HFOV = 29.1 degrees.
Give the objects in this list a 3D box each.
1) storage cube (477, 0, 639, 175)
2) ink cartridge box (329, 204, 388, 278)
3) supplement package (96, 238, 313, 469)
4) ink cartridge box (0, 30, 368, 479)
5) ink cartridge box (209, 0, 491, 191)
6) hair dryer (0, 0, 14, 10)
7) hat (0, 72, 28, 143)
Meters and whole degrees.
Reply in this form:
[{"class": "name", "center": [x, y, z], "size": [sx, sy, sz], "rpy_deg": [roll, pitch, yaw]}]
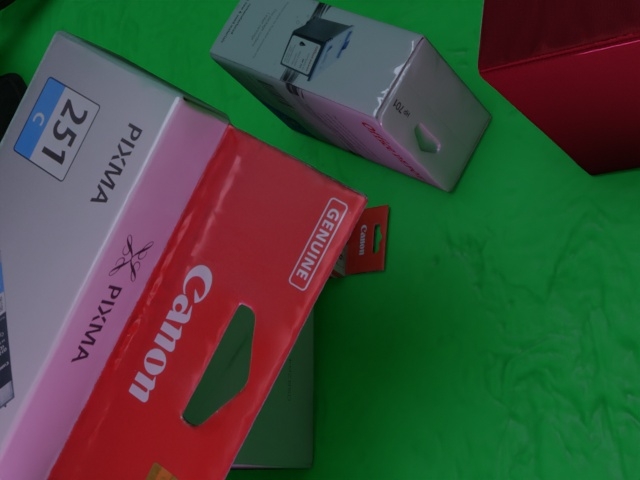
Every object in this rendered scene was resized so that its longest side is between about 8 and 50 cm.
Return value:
[{"class": "storage cube", "center": [0.239, -0.176, 0.860], "size": [0.193, 0.215, 0.184], "rpy_deg": [-9, 65, 36]}, {"class": "ink cartridge box", "center": [0.000, 0.000, 1.045], "size": [0.115, 0.029, 0.063], "rpy_deg": [-8, 66, 31]}, {"class": "supplement package", "center": [-0.166, 0.084, 0.990], "size": [0.262, 0.198, 0.199], "rpy_deg": [-7, 76, 31]}, {"class": "ink cartridge box", "center": [-0.144, 0.039, 0.830], "size": [0.261, 0.066, 0.296], "rpy_deg": [30, 95, 33]}, {"class": "ink cartridge box", "center": [0.025, -0.127, 1.017], "size": [0.190, 0.139, 0.082], "rpy_deg": [24, 81, 37]}, {"class": "hair dryer", "center": [-0.379, -0.262, 1.334], "size": [0.223, 0.080, 0.293], "rpy_deg": [-23, 41, 24]}, {"class": "hat", "center": [-0.396, -0.020, 1.238], "size": [0.331, 0.134, 0.331], "rpy_deg": [-19, 37, 15]}]
